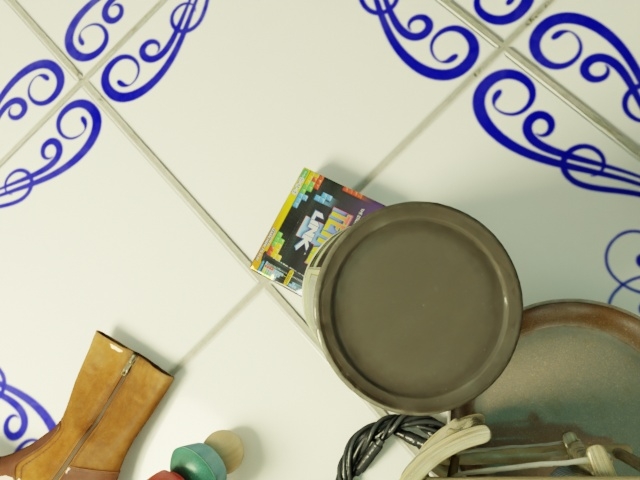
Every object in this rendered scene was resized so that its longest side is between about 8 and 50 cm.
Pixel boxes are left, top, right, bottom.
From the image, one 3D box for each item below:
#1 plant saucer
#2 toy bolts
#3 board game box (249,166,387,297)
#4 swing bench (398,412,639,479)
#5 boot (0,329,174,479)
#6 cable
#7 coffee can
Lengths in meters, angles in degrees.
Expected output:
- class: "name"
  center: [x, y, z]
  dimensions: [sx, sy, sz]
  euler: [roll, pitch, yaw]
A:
- class: "plant saucer"
  center: [0.317, 0.229, 0.773]
  dimensions: [0.310, 0.050, 0.311]
  euler: [-3, 78, 12]
- class: "toy bolts"
  center: [-0.131, 0.376, 0.831]
  dimensions: [0.229, 0.158, 0.218]
  euler: [51, 133, 8]
- class: "board game box"
  center: [0.000, 0.000, 0.898]
  dimensions: [0.141, 0.048, 0.170]
  euler: [26, 85, 18]
- class: "swing bench"
  center: [0.201, 0.268, 0.636]
  dimensions: [0.254, 0.253, 0.165]
  euler: [12, 81, 15]
- class: "boot"
  center: [-0.386, 0.265, 0.908]
  dimensions: [0.263, 0.096, 0.281]
  euler: [21, 83, 17]
- class: "cable"
  center: [0.096, 0.307, 0.810]
  dimensions: [0.184, 0.047, 0.151]
  euler: [-19, 74, 9]
- class: "coffee can"
  center: [0.083, 0.069, 0.718]
  dimensions: [0.201, 0.275, 0.202]
  euler: [0, 88, -5]
